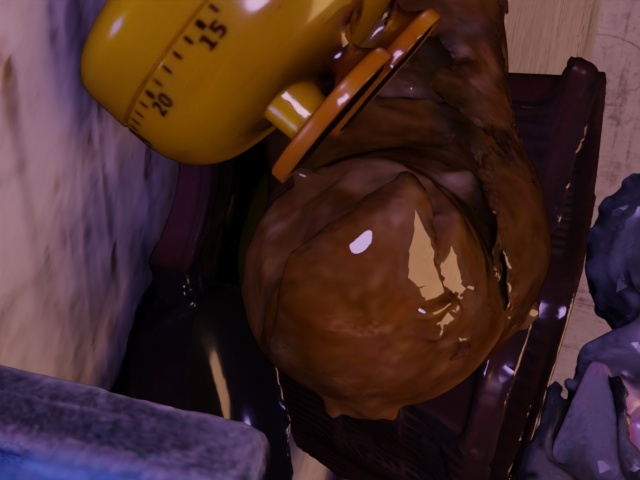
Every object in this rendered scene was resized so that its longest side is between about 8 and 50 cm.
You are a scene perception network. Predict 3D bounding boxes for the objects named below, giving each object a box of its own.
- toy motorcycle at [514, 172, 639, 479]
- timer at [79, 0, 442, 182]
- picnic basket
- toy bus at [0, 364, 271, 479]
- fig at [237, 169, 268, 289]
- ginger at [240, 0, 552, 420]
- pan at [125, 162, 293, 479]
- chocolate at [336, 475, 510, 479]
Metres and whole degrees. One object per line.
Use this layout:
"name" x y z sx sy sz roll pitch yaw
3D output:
"toy motorcycle" 0.186 0.128 0.901 0.143 0.188 0.327 44 64 -70
"timer" -0.026 -0.078 0.518 0.107 0.109 0.107 -48 179 -1
"picnic basket" 0.055 0.036 0.951 0.297 0.129 0.222 78 29 -66
"toy bus" -0.080 0.146 0.377 0.133 0.116 0.234 -68 166 -52
"fig" 0.000 0.000 0.769 0.088 0.074 0.074 -43 162 -11
"ginger" 0.027 -0.052 0.666 0.309 0.107 0.133 -85 178 -47
"pan" -0.045 0.026 0.638 0.115 0.040 0.212 -69 156 -63
"chocolate" 0.061 0.231 1.224 0.134 0.134 0.309 21 80 -80
